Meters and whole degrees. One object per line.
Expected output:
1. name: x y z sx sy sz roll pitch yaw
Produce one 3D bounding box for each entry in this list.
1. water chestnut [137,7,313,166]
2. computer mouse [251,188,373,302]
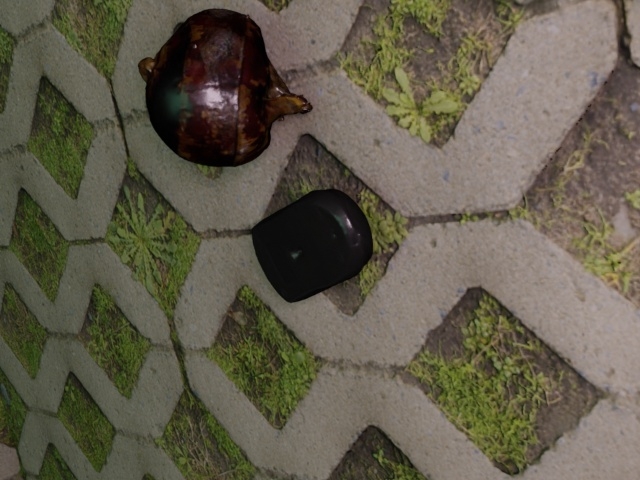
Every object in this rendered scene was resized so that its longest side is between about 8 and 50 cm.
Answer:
1. water chestnut: -0.131 -0.208 1.203 0.223 0.238 0.223 178 90 -87
2. computer mouse: 0.000 0.000 1.207 0.270 0.086 0.137 -28 89 58
